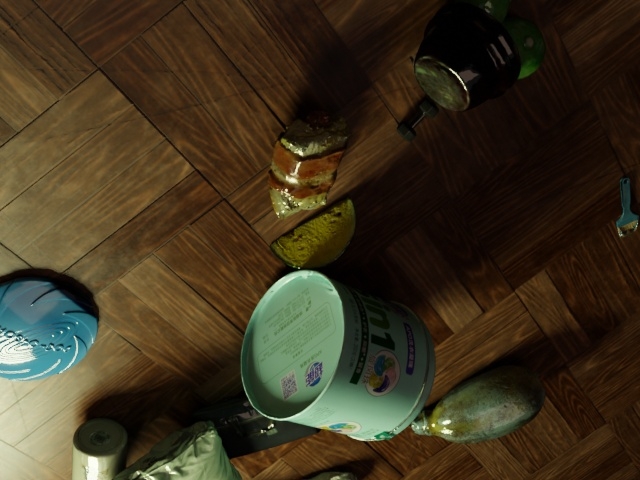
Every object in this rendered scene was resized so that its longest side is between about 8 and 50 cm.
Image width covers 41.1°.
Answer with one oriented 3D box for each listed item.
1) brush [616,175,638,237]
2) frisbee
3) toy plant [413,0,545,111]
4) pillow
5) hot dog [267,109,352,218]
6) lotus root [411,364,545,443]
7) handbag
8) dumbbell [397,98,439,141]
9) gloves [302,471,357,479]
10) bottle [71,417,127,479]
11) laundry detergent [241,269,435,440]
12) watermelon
[{"bbox_3d":[0.673,-0.075,1.880,0.051,0.014,0.164,-25,128,-5],"label":"brush"},{"bbox_3d":[-0.527,0.172,1.555,0.242,0.045,0.242,-12,128,-15],"label":"frisbee"},{"bbox_3d":[0.276,-0.330,1.450,0.235,0.175,0.218,-48,125,-18],"label":"toy plant"},{"bbox_3d":[-0.308,0.517,1.766,0.284,0.138,0.310,-29,144,-12],"label":"pillow"},{"bbox_3d":[-0.028,-0.137,1.504,0.146,0.103,0.213,-12,140,-40],"label":"hot dog"},{"bbox_3d":[0.376,0.406,2.025,0.322,0.140,0.158,-22,129,-2],"label":"lotus root"},{"bbox_3d":[-0.133,0.386,1.836,0.254,0.088,0.211,-18,137,-2],"label":"handbag"},{"bbox_3d":[0.178,-0.220,1.561,0.083,0.040,0.036,-46,159,14],"label":"dumbbell"},{"bbox_3d":[0.021,0.615,2.073,0.153,0.070,0.114,-10,126,-18],"label":"gloves"},{"bbox_3d":[-0.457,0.485,1.762,0.110,0.110,0.233,-2,123,-21],"label":"bottle"},{"bbox_3d":[0.050,0.233,1.665,0.305,0.287,0.287,23,113,-39],"label":"laundry detergent"},{"bbox_3d":[0.004,0.008,1.629,0.182,0.075,0.092,-30,126,2],"label":"watermelon"}]
